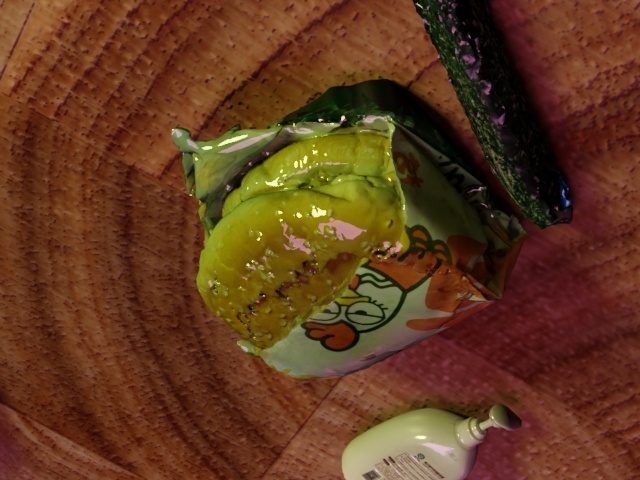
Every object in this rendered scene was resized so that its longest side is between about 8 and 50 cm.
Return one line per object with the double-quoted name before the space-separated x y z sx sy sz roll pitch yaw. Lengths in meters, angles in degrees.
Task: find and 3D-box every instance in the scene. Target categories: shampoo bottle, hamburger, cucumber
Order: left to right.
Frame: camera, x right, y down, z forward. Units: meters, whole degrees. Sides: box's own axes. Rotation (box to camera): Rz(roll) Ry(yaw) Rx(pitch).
"hamburger" -0.002 -0.003 1.231 0.214 0.125 0.235 -30 130 28
"shampoo bottle" 0.088 0.160 1.407 0.077 0.045 0.152 42 134 -16
"cucumber" 0.105 -0.101 1.160 0.044 0.043 0.256 -6 130 32
